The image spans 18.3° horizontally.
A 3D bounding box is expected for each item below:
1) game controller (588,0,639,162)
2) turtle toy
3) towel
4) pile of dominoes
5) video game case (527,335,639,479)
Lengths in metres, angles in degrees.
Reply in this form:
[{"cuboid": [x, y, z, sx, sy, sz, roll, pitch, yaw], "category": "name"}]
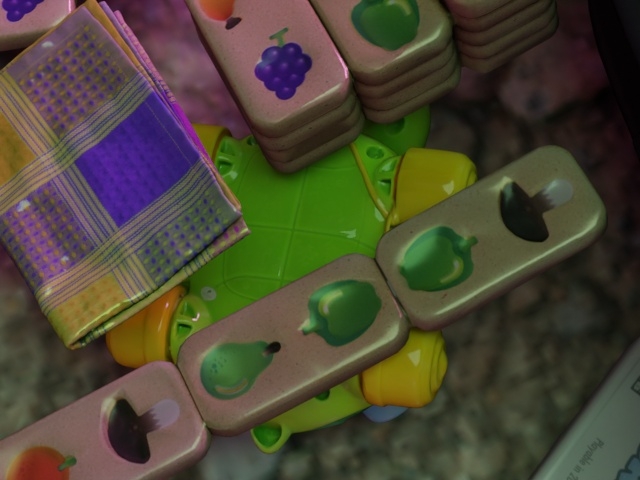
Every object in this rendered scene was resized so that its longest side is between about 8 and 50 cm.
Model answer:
[{"cuboid": [0.136, 0.023, 0.520, 0.067, 0.166, 0.319, -22, 69, 9], "category": "game controller"}, {"cuboid": [0.000, 0.000, 0.566, 0.095, 0.066, 0.130, 8, 69, 15], "category": "turtle toy"}, {"cuboid": [-0.061, -0.018, 0.515, 0.060, 0.009, 0.083, -35, 63, 3], "category": "towel"}, {"cuboid": [-0.063, -0.035, 0.535, 0.251, 0.040, 0.196, -28, 64, -2], "category": "pile of dominoes"}, {"cuboid": [0.104, 0.129, 0.568, 0.143, 0.019, 0.157, 39, 71, 4], "category": "video game case"}]
